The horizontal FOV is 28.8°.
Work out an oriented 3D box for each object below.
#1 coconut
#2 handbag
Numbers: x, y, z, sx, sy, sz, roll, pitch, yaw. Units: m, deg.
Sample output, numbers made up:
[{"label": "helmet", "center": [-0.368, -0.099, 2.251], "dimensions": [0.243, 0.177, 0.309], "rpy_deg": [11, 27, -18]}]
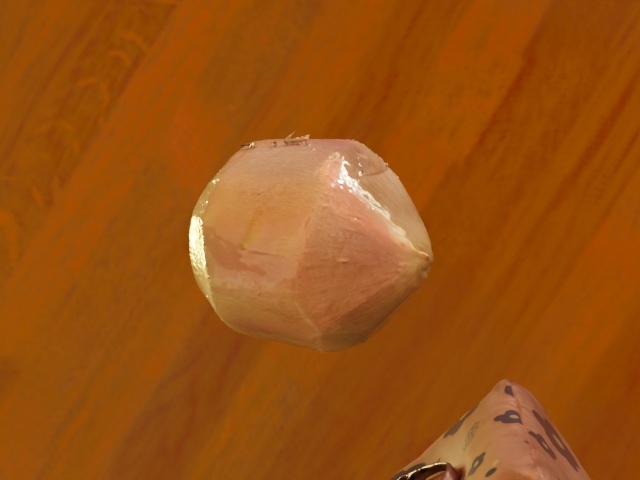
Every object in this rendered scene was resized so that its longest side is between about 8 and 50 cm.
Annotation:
[{"label": "coconut", "center": [0.000, 0.000, 0.954], "dimensions": [0.183, 0.171, 0.171], "rpy_deg": [2, 81, 24]}, {"label": "handbag", "center": [0.141, 0.257, 1.030], "dimensions": [0.193, 0.251, 0.190], "rpy_deg": [-33, 100, 10]}]
